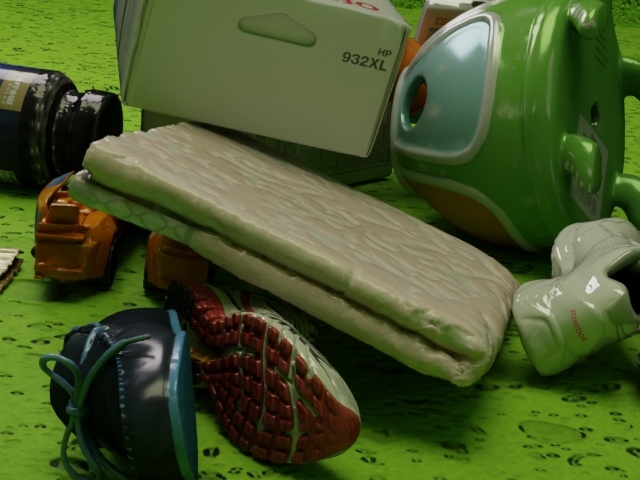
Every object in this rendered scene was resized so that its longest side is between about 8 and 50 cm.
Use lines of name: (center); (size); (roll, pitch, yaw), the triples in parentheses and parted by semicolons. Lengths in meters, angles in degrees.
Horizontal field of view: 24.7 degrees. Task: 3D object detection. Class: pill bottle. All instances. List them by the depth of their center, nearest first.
pill bottle: (-0.320, -0.120, 1.499); (0.219, 0.122, 0.123); (8, 16, 10)

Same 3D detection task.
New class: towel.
towel: (0.000, 0.000, 1.122); (0.317, 0.053, 0.332); (26, 12, 7)

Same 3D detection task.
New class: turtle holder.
turtle holder: (0.192, -0.149, 1.447); (0.227, 0.320, 0.243); (-2, 7, 29)

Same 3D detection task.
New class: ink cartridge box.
ink cartridge box: (-0.067, -0.203, 1.336); (0.223, 0.129, 0.307); (11, 21, -14)

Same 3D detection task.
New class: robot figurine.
robot figurine: (-0.152, -0.024, 1.295); (0.211, 0.085, 0.291); (7, 16, -1)

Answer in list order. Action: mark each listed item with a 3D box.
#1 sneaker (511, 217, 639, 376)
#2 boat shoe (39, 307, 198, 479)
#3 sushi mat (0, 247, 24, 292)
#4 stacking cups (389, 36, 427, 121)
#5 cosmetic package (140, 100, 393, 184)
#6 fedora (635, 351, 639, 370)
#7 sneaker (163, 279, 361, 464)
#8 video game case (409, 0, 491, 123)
sneaker: (0.239, 0.036, 1.163); (0.115, 0.090, 0.232); (-18, 13, 29)
boat shoe: (-0.122, 0.100, 0.889); (0.089, 0.109, 0.258); (-4, 1, -9)
sushi mat: (-0.412, 0.015, 1.185); (0.317, 0.019, 0.151); (7, 15, 3)
stacking cups: (0.136, -0.160, 1.605); (0.316, 0.096, 0.096); (30, -2, -38)
cosmetic package: (-0.047, -0.136, 1.594); (0.113, 0.160, 0.309); (17, 18, 38)
fedora: (0.369, 0.069, 1.087); (0.275, 0.124, 0.244); (-9, 22, -42)
sneaker: (-0.029, 0.078, 0.980); (0.093, 0.088, 0.225); (3, 17, -28)
video game case: (0.194, -0.194, 1.657); (0.193, 0.212, 0.023); (4, 59, -7)
